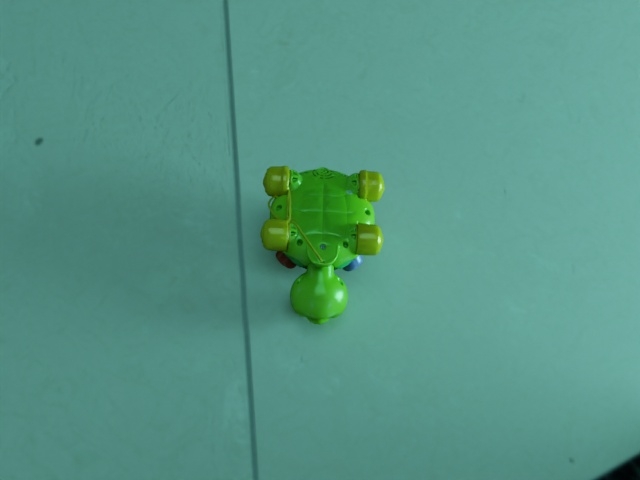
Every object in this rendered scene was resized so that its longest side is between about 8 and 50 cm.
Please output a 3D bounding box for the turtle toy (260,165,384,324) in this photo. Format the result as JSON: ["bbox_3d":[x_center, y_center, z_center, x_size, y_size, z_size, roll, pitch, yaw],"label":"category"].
[{"bbox_3d":[0.000,0.000,1.136,0.095,0.066,0.130,4,59,-2],"label":"turtle toy"}]
